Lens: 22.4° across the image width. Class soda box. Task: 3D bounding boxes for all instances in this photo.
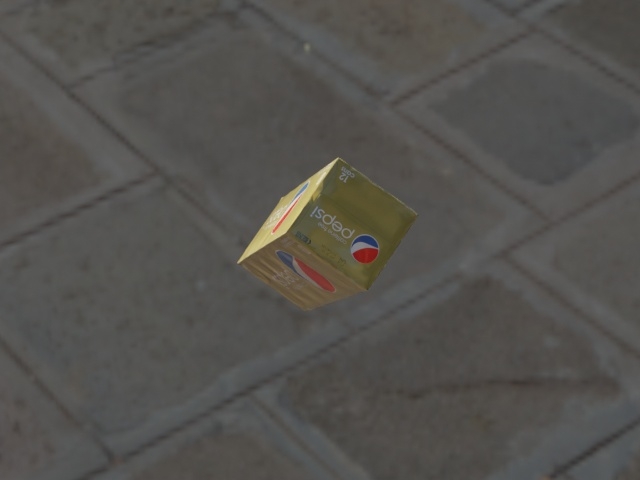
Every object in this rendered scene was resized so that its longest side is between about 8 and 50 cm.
[{"bbox_3d":[0.000,0.000,1.026,0.061,0.181,0.058,35,77,-6],"label":"soda box"}]
